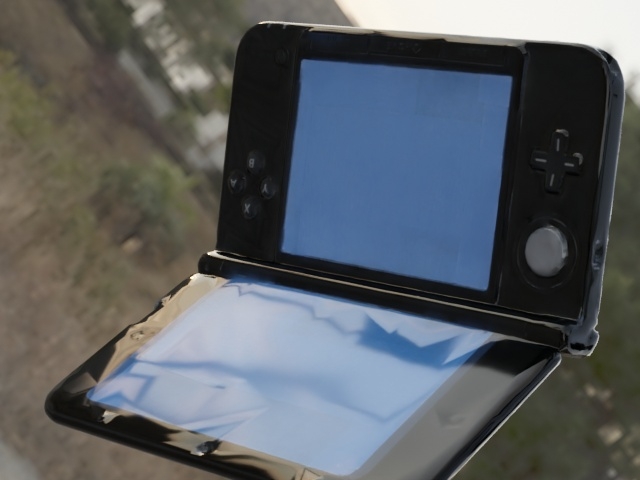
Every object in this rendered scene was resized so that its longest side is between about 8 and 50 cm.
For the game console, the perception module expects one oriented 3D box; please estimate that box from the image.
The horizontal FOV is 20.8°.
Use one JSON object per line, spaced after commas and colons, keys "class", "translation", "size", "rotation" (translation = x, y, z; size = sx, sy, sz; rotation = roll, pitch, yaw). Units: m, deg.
{"class": "game console", "translation": [0.000, 0.000, 0.420], "size": [0.122, 0.107, 0.071], "rotation": [11, 6, 41]}
